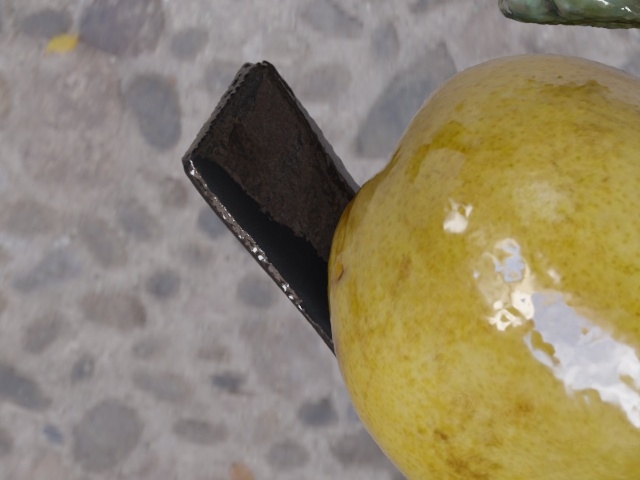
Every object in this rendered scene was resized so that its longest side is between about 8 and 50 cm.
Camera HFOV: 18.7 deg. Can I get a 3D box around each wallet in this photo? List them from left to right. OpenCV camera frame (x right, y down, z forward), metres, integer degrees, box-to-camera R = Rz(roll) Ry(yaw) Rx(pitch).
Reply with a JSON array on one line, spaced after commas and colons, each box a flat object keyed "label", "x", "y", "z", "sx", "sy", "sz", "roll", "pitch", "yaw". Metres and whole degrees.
[{"label": "wallet", "x": 0.001, "y": 0.000, "z": 1.343, "sx": 0.025, "sy": 0.124, "sz": 0.244, "roll": -17, "pitch": 120, "yaw": 37}]

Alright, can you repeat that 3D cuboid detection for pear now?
[{"label": "pear", "x": 0.157, "y": 0.044, "z": 1.210, "sx": 0.314, "sy": 0.314, "sz": 0.314, "roll": 1, "pitch": 113, "yaw": 1}]

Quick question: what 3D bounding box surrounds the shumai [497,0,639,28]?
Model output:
[{"label": "shumai", "x": 0.169, "y": -0.179, "z": 1.000, "sx": 0.184, "sy": 0.184, "sz": 0.142, "roll": -3, "pitch": 95, "yaw": 3}]
